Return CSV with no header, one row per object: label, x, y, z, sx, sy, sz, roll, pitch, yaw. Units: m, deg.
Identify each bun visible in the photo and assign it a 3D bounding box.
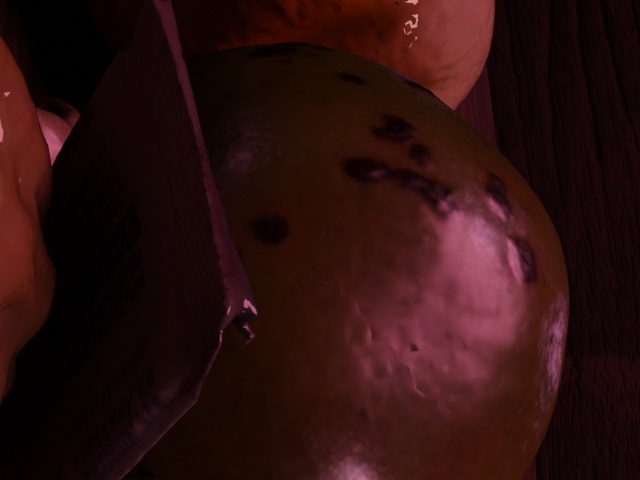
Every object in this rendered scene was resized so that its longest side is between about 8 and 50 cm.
bun,-0.045,-0.148,0.759,0.164,0.299,0.299,-58,150,-14

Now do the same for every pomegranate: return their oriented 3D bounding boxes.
pomegranate,-0.045,0.009,0.613,0.323,0.291,0.290,48,25,-16

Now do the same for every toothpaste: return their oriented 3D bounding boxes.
toothpaste,-0.100,0.056,0.421,0.099,0.282,0.068,50,43,11

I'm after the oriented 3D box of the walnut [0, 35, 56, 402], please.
walnut,-0.167,-0.008,0.310,0.245,0.198,0.198,61,23,-54
